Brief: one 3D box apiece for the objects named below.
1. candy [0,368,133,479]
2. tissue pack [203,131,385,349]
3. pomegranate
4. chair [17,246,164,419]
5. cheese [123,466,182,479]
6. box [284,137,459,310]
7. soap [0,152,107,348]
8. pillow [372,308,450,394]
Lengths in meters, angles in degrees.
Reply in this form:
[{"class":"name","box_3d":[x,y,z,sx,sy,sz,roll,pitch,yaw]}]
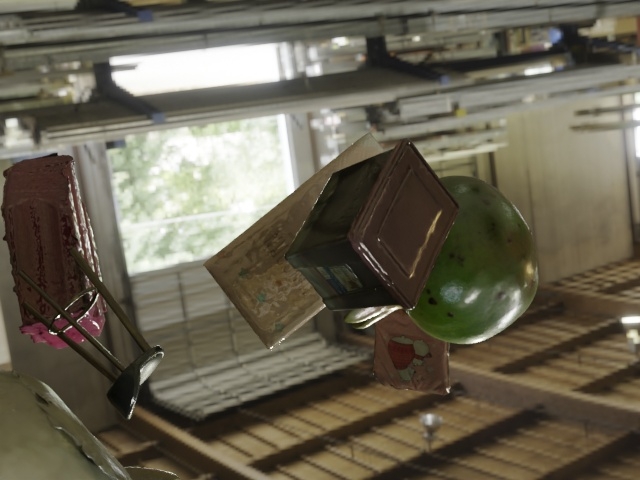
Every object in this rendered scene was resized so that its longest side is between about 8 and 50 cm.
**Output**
[{"class":"candy","box_3d":[-0.332,0.255,1.021,0.185,0.295,0.295,-48,-156,-18]},{"class":"tissue pack","box_3d":[0.000,0.000,1.426,0.325,0.170,0.071,-39,174,-1]},{"class":"pomegranate","box_3d":[0.125,0.033,1.035,0.225,0.187,0.187,-24,-176,13]},{"class":"chair","box_3d":[-0.278,0.113,1.178,0.095,0.221,0.104,-39,169,-25]},{"class":"cheese","box_3d":[-0.304,0.361,1.404,0.192,0.037,0.097,6,-170,25]},{"class":"box","box_3d":[0.028,-0.005,0.529,0.063,0.060,0.085,-15,-145,44]},{"class":"soap","box_3d":[-0.383,0.006,1.350,0.112,0.289,0.182,-11,159,-10]},{"class":"pillow","box_3d":[0.149,0.125,1.522,0.135,0.248,0.049,2,-171,20]}]
